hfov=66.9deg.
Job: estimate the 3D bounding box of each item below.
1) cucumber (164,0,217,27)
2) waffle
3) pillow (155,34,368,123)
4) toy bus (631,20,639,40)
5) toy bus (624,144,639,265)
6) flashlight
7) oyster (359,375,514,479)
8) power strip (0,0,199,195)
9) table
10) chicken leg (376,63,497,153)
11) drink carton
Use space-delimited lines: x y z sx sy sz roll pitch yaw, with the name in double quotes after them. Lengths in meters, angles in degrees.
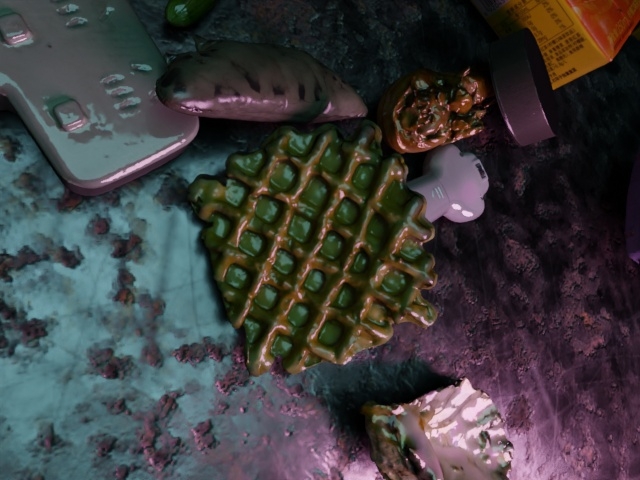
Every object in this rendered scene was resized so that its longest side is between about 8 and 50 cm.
-0.105 -0.263 0.474 0.037 0.037 0.155 31 72 -17 "cucumber"
0.001 0.000 0.446 0.204 0.054 0.223 -19 87 1 "waffle"
-0.050 -0.152 0.455 0.241 0.051 0.093 -12 70 -43 "pillow"
0.412 -0.454 0.676 0.330 0.152 0.144 37 70 -15 "toy bus"
0.619 0.001 0.648 0.440 0.249 0.209 26 73 -25 "toy bus"
0.100 -0.037 0.529 0.200 0.047 0.093 -28 93 -23 "flashlight"
0.127 0.213 0.497 0.209 0.072 0.133 2 74 -44 "oyster"
-0.241 -0.155 0.383 0.193 0.059 0.265 -35 98 -25 "power strip"
0.248 -0.184 0.588 0.133 0.043 0.133 23 61 -48 "table"
0.150 -0.161 0.545 0.207 0.101 0.085 -30 107 -35 "chicken leg"
0.252 -0.378 0.616 0.351 0.111 0.154 46 66 -10 "drink carton"
